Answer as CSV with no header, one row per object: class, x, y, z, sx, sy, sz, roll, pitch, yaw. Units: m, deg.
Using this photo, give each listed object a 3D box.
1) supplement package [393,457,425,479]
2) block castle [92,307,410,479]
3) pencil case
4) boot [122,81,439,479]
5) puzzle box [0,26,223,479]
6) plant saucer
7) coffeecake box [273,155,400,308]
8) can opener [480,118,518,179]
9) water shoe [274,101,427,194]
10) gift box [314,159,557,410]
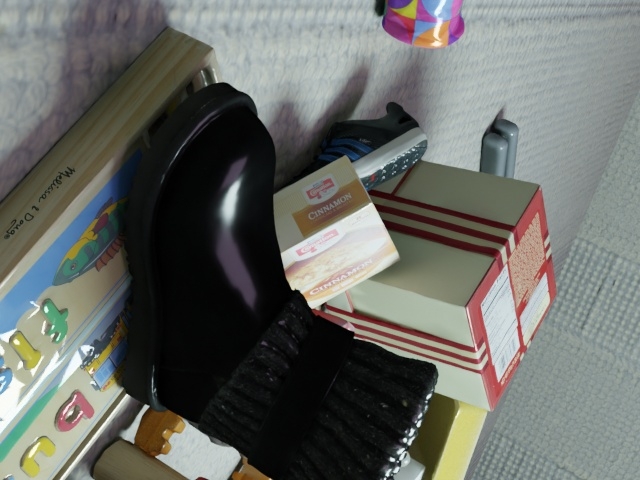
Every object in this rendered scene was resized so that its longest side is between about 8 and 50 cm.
supplement package,0.007,0.442,1.545,0.198,0.199,0.262,-38,147,-46
block castle,-0.050,0.268,1.202,0.303,0.213,0.453,-56,158,-15
pencil case,0.126,-0.325,1.074,0.104,0.104,0.236,-43,152,-41
boot,-0.022,0.063,0.821,0.131,0.260,0.347,-40,150,-44
puzzle box,-0.201,0.054,0.837,0.409,0.052,0.272,-54,157,-23
plant saucer,0.178,0.276,1.634,0.332,0.081,0.332,-105,-158,-53
coffeecake box,0.000,0.000,1.119,0.142,0.068,0.185,-29,156,3
can opener,0.335,-0.105,1.815,0.074,0.093,0.280,-51,151,-25
water shoe,0.024,-0.092,1.157,0.203,0.080,0.073,-25,157,-19
gift box,0.143,0.067,1.334,0.255,0.258,0.276,-50,141,-34
